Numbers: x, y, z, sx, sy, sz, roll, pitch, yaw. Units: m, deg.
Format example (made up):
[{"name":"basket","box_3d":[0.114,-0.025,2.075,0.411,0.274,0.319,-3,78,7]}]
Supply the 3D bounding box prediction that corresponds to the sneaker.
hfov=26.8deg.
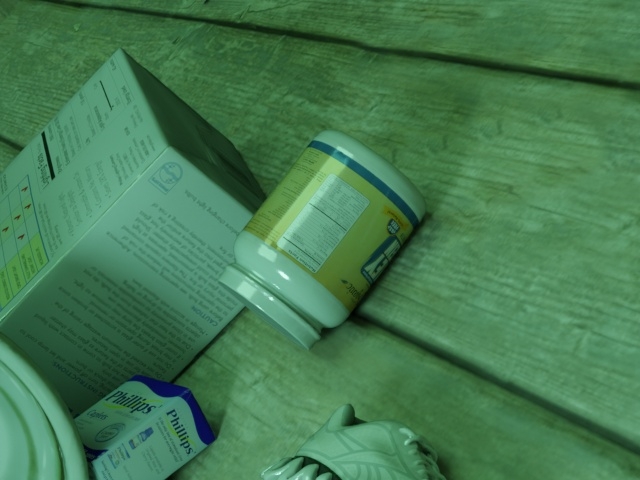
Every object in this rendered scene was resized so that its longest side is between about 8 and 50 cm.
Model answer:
[{"name":"sneaker","box_3d":[0.062,0.211,1.133,0.118,0.110,0.292,-47,29,-17]}]

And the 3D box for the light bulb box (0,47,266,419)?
[{"name":"light bulb box","box_3d":[-0.266,0.006,1.670,0.361,0.225,0.358,-45,30,8]}]

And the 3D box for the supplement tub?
[{"name":"supplement tub","box_3d":[0.000,0.000,1.409,0.200,0.144,0.144,-53,30,-7]}]

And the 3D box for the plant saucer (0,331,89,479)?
[{"name":"plant saucer","box_3d":[-0.426,0.213,1.425,0.400,0.400,0.100,-35,13,22]}]

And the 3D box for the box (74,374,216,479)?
[{"name":"box","box_3d":[-0.208,0.217,1.456,0.137,0.072,0.126,-35,22,-29]}]
